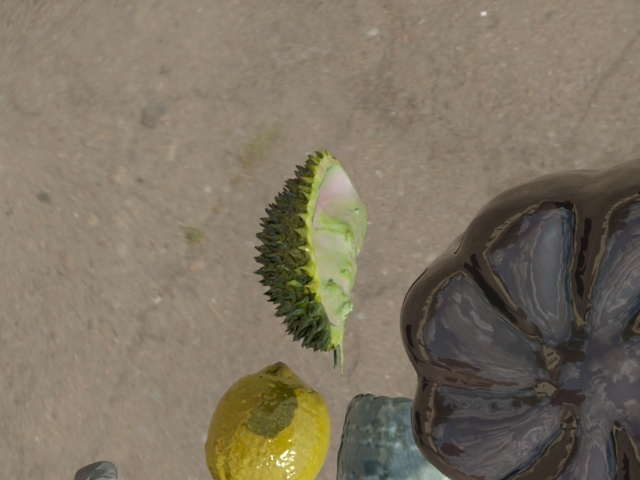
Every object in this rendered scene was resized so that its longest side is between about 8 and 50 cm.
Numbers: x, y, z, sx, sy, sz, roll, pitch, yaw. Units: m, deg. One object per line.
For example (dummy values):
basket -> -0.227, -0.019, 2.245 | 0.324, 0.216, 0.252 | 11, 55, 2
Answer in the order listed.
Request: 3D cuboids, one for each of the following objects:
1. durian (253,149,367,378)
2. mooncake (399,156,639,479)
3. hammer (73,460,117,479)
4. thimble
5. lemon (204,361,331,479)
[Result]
durian -> 0.000, 0.000, 1.515 | 0.169, 0.158, 0.352 | 24, 43, -15
mooncake -> 0.204, 0.081, 0.766 | 0.306, 0.154, 0.306 | 5, 102, 25
hammer -> -0.193, 0.323, 0.821 | 0.152, 0.427, 0.044 | -23, 121, 3
thimble -> 0.122, 0.257, 1.152 | 0.205, 0.250, 0.172 | 1, 80, 21
lemon -> -0.074, 0.279, 1.498 | 0.180, 0.180, 0.193 | 42, 41, -17
